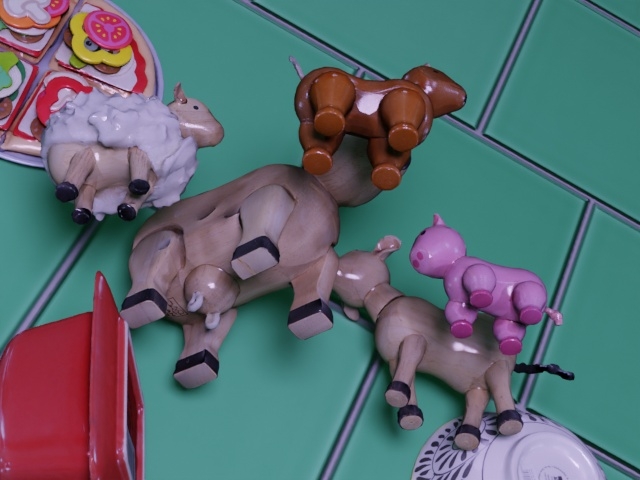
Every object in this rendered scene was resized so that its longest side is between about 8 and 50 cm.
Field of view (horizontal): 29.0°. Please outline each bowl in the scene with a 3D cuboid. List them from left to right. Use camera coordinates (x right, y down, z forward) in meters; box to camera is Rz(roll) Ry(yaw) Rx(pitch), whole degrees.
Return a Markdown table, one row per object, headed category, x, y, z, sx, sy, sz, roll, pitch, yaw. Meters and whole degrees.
| category | x | y | z | sx | sy | sz | roll | pitch | yaw |
| --- | --- | --- | --- | --- | --- | --- | --- | --- | --- |
| bowl | 0.160 | 0.192 | 0.935 | 0.170 | 0.080 | 0.170 | 11 | 55 | -16 |

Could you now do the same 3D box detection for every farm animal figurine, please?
| category | x | y | z | sx | sy | sz | roll | pitch | yaw |
| --- | --- | --- | --- | --- | --- | --- | --- | --- | --- |
| farm animal figurine | 0.000 | 0.000 | 0.908 | 0.326 | 0.330 | 0.172 | -10 | 37 | 12 |

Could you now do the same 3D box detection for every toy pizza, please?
| category | x | y | z | sx | sy | sz | roll | pitch | yaw |
| --- | --- | --- | --- | --- | --- | --- | --- | --- | --- |
| toy pizza | -0.226 | -0.148 | 1.022 | 0.201 | 0.032 | 0.201 | 10 | 56 | -16 |

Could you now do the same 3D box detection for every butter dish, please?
| category | x | y | z | sx | sy | sz | roll | pitch | yaw |
| --- | --- | --- | --- | --- | --- | --- | --- | --- | --- |
| butter dish | -0.177 | 0.126 | 0.801 | 0.118 | 0.160 | 0.160 | -4 | 50 | -4 |
